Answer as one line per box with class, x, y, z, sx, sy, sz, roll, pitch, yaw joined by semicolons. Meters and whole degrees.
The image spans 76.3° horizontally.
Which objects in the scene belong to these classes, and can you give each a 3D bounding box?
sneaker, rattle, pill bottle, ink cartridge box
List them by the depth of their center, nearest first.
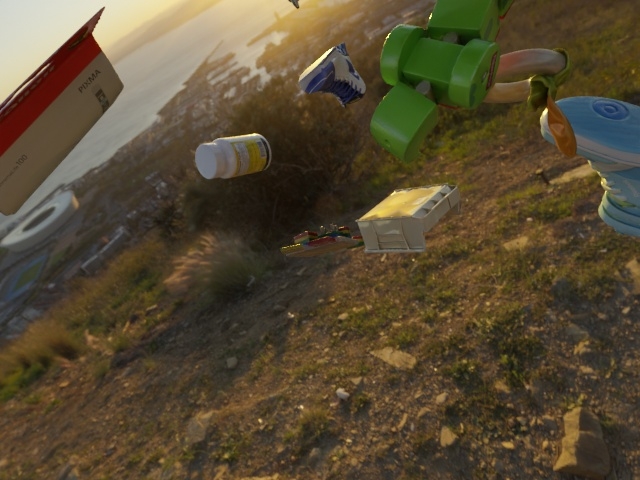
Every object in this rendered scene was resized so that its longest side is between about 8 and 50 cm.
rattle;0.240;-0.185;0.578;0.199;0.143;0.130;-3;13;6
ink cartridge box;-0.441;-0.182;0.663;0.385;0.091;0.308;9;62;55
sneaker;0.491;-0.102;0.675;0.318;0.208;0.127;20;57;8
pill bottle;-0.259;-0.251;1.224;0.119;0.119;0.208;3;18;40
sneaker;0.064;-0.516;1.313;0.127;0.182;0.316;-28;20;34

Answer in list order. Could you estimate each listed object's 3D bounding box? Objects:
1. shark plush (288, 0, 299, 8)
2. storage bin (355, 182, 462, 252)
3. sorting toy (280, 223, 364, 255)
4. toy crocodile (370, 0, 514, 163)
shark plush;-0.107;-0.780;1.255;0.067;0.161;0.073;29;107;23
storage bin;0.299;-0.076;1.358;0.260;0.123;0.262;-1;27;46
sorting toy;0.000;0.000;0.927;0.132;0.274;0.046;-16;82;21
toy crocodile;0.166;-0.248;0.458;0.115;0.105;0.341;29;92;29
